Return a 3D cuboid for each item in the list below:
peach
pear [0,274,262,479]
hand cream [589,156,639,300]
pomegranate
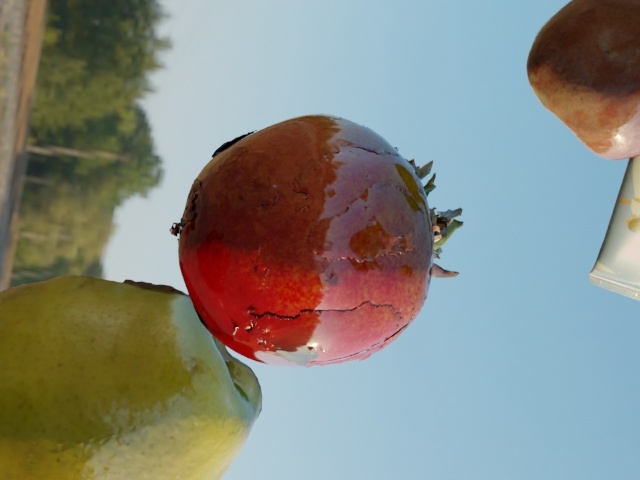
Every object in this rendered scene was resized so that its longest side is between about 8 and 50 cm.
[{"bbox_3d":[0.264,-0.149,1.162,0.152,0.152,0.152,-169,-90,-78],"label":"peach"},{"bbox_3d":[-0.262,0.222,1.412,0.386,0.340,0.191,-25,-156,22],"label":"pear"},{"bbox_3d":[0.330,-0.043,1.339,0.055,0.088,0.256,-56,158,-47],"label":"hand cream"},{"bbox_3d":[0.000,0.000,1.086,0.210,0.235,0.210,24,-60,51],"label":"pomegranate"}]
